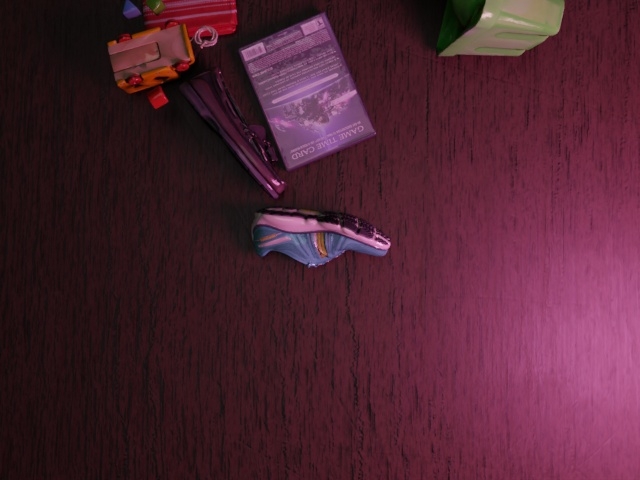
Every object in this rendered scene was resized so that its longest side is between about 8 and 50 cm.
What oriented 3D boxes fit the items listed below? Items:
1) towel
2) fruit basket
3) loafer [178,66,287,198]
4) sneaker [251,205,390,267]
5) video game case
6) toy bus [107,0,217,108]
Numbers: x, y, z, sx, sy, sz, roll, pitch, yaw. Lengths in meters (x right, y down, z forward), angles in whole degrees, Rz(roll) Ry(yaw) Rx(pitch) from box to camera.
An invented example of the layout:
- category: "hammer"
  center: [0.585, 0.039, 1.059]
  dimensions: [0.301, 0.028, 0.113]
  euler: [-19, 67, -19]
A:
- category: "towel"
  center: [-0.277, -0.553, 1.443]
  dimensions: [0.198, 0.031, 0.275]
  euler: [-6, 84, 6]
- category: "fruit basket"
  center: [0.276, -0.548, 1.270]
  dimensions: [0.391, 0.283, 0.392]
  euler: [0, 90, -10]
- category: "loafer"
  center: [-0.157, -0.220, 1.376]
  dimensions: [0.095, 0.109, 0.302]
  euler: [-40, 81, -3]
- category: "sneaker"
  center: [0.000, 0.000, 1.364]
  dimensions: [0.275, 0.107, 0.110]
  euler: [8, 106, 10]
- category: "video game case"
  center: [-0.029, -0.301, 1.409]
  dimensions: [0.196, 0.026, 0.274]
  euler: [-23, 86, 3]
- category: "toy bus"
  center: [-0.320, -0.367, 1.396]
  dimensions: [0.202, 0.104, 0.191]
  euler: [31, 90, 7]
